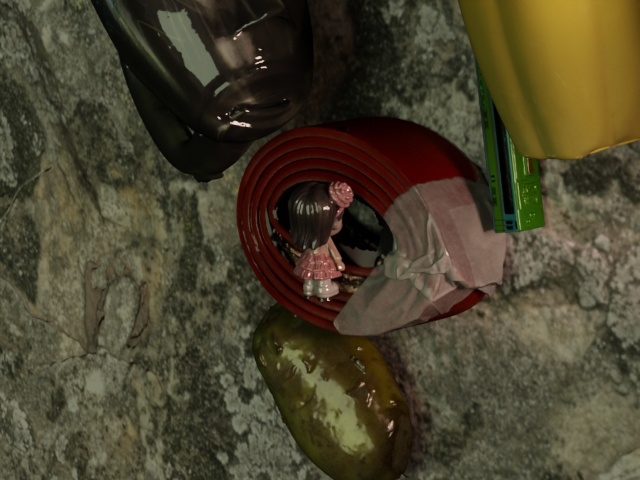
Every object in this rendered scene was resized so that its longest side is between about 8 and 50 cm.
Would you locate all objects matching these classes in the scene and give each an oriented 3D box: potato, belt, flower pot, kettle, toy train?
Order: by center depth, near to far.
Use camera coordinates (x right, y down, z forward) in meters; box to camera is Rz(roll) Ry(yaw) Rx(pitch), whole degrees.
[{"bbox_3d":[0.235,-0.177,1.700,0.195,0.195,0.179,4,114,46],"label":"flower pot"},{"bbox_3d":[0.192,-0.114,1.845,0.042,0.044,0.209,-1,98,47],"label":"toy train"},{"bbox_3d":[0.054,-0.017,1.962,0.324,0.115,0.227,14,110,43],"label":"belt"},{"bbox_3d":[-0.140,-0.229,2.018,0.321,0.228,0.324,-54,53,46],"label":"kettle"},{"bbox_3d":[0.017,0.171,2.049,0.251,0.113,0.149,50,123,16],"label":"potato"}]

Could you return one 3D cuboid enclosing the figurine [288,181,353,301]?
[{"bbox_3d":[0.000,0.000,1.903,0.072,0.054,0.129,12,108,42],"label":"figurine"}]
